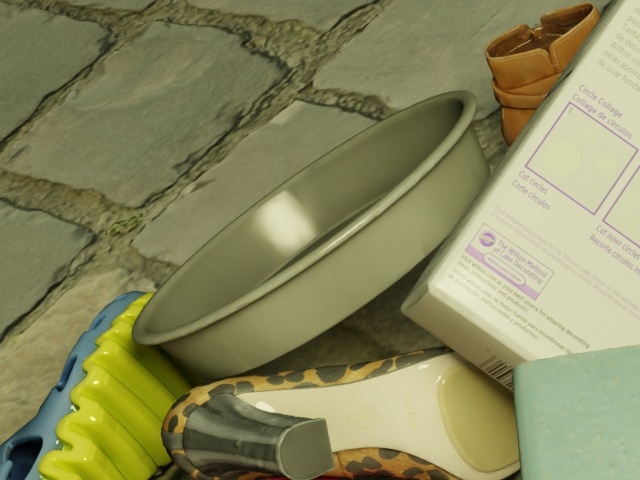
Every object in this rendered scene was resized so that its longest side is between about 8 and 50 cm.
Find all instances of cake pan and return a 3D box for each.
[{"bbox_3d":[0.000,0.000,1.382,0.293,0.054,0.293,-34,12,8],"label":"cake pan"}]

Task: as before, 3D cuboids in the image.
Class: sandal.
[{"bbox_3d":[-0.192,0.159,1.431,0.138,0.126,0.317,-5,39,35],"label":"sandal"}]

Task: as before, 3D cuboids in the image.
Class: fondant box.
[{"bbox_3d":[0.242,-0.025,1.222,0.330,0.238,0.096,-54,0,-14],"label":"fondant box"}]

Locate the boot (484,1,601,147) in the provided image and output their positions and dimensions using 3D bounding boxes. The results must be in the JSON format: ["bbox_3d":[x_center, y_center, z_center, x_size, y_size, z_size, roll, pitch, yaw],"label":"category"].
[{"bbox_3d":[0.227,-0.120,1.474,0.197,0.152,0.073,-26,35,2],"label":"boot"}]

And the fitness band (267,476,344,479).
[{"bbox_3d":[-0.046,0.217,1.247,0.209,0.054,0.291,-23,25,-37],"label":"fitness band"}]

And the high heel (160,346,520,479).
[{"bbox_3d":[0.030,0.116,1.326,0.261,0.093,0.186,-5,2,-33],"label":"high heel"}]

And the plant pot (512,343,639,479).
[{"bbox_3d":[0.246,0.209,0.979,0.248,0.247,0.252,-10,54,23],"label":"plant pot"}]
